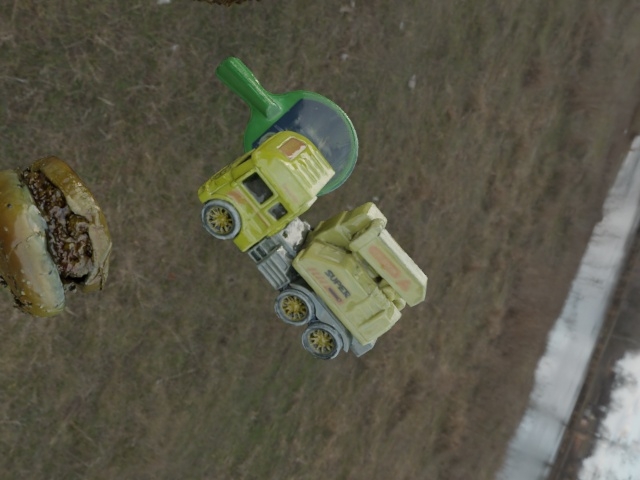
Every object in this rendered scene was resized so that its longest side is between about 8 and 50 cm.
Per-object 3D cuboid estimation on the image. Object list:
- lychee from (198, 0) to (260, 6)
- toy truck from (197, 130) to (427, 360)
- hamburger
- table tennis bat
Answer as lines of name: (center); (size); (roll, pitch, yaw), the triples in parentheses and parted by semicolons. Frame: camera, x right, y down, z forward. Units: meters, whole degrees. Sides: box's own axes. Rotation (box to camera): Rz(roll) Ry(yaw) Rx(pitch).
lychee: (-0.136, -0.398, 0.751); (0.267, 0.267, 0.268); (-46, 148, -40)
toy truck: (0.000, 0.000, 0.769); (0.157, 0.272, 0.124); (-35, -171, 29)
hamburger: (-0.309, -0.001, 0.721); (0.113, 0.185, 0.177); (-36, 140, -31)
table tennis bat: (-0.058, -0.171, 0.957); (0.160, 0.257, 0.039); (-41, 169, -11)
